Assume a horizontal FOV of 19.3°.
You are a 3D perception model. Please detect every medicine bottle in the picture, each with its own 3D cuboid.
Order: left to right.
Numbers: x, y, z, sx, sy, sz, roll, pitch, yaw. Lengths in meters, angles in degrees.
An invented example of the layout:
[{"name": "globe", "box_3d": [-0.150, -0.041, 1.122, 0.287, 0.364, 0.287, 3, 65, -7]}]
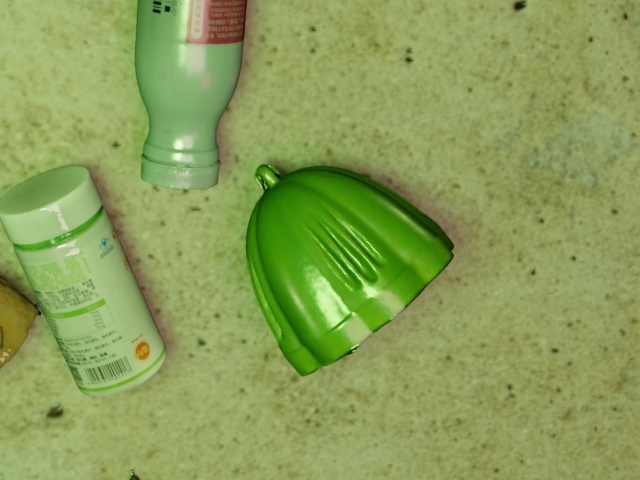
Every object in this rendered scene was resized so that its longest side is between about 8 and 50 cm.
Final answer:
[{"name": "medicine bottle", "box_3d": [-0.200, 0.036, 1.589, 0.086, 0.086, 0.183, -27, 115, -14]}, {"name": "medicine bottle", "box_3d": [-0.110, -0.154, 1.570, 0.090, 0.090, 0.216, -1, 107, -24]}]

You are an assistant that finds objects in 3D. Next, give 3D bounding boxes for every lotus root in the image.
[{"name": "lotus root", "box_3d": [0.000, 0.000, 1.638, 0.186, 0.186, 0.186, -7, 108, -22]}]

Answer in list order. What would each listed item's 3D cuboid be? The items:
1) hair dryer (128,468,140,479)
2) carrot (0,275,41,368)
[{"name": "hair dryer", "box_3d": [-0.109, 0.326, 1.726, 0.236, 0.091, 0.271, -28, 111, -24]}, {"name": "carrot", "box_3d": [-0.348, 0.007, 1.522, 0.102, 0.102, 0.263, -45, 113, -6]}]
